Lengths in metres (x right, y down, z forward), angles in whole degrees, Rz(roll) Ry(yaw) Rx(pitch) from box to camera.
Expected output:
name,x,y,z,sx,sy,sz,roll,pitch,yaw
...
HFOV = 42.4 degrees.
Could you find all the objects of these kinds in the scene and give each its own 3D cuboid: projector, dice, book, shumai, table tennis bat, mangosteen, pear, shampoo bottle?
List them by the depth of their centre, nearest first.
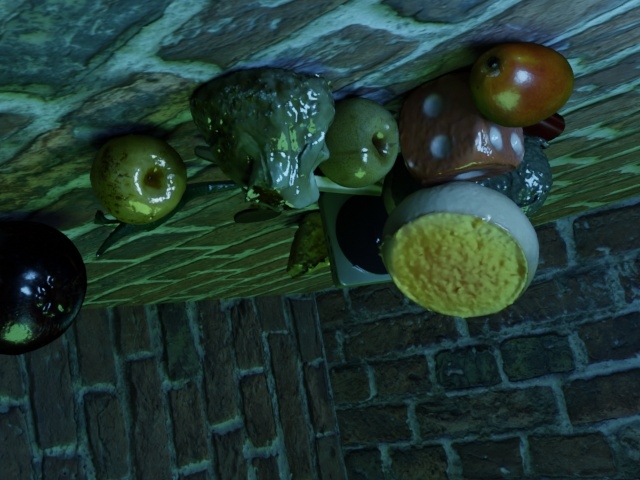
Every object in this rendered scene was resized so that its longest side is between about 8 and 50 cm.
name,x,y,z,sx,sy,sz,roll,pitch,yaw
shumai,-0.088,-0.150,1.331,0.255,0.218,0.189,-15,175,41
pear,-0.329,-0.112,1.475,0.177,0.178,0.178,-10,170,-2
pear,0.062,-0.173,1.479,0.136,0.167,0.167,10,-176,36
dice,0.255,-0.200,1.504,0.174,0.179,0.174,-12,172,40
book,-0.054,-0.137,1.620,0.239,0.035,0.352,18,-170,29
shampoo bottle,0.415,-0.250,1.697,0.102,0.064,0.260,-14,170,33
mangosteen,-0.700,0.105,1.895,0.329,0.330,0.330,-10,170,-2
projector,0.134,-0.014,2.190,0.259,0.257,0.079,-6,168,-22
table tennis bat,-0.165,-0.076,2.233,0.131,0.022,0.234,-7,172,-13

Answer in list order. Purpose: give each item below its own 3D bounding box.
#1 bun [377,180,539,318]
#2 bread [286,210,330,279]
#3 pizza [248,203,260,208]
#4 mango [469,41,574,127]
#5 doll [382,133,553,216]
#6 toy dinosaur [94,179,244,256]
name,x,y,z,sx,sy,sz,roll,pitch,yaw
bun,0.261,0.000,1.565,0.298,0.165,0.299,8,132,9
bread,0.000,0.000,2.440,0.262,0.163,0.204,-31,175,-17
pizza,-0.095,-0.103,2.093,0.176,0.036,0.185,-9,172,-1
mango,0.349,-0.263,1.388,0.289,0.129,0.146,-17,147,-51
doll,0.309,-0.116,1.723,0.349,0.248,0.247,-10,171,28
toy dinosaur,-0.275,-0.058,1.642,0.300,0.447,0.087,19,126,-8
